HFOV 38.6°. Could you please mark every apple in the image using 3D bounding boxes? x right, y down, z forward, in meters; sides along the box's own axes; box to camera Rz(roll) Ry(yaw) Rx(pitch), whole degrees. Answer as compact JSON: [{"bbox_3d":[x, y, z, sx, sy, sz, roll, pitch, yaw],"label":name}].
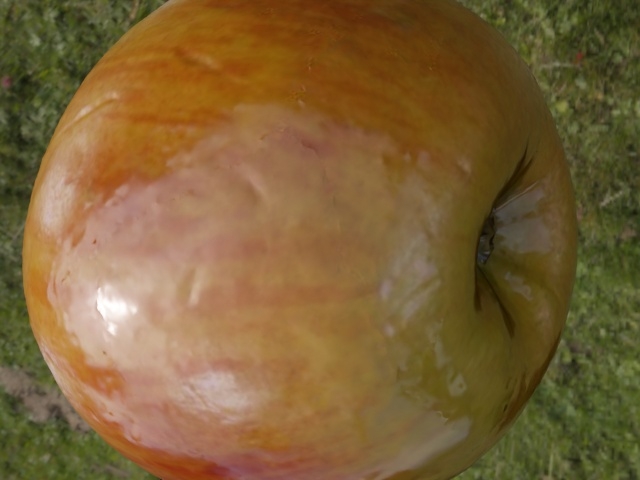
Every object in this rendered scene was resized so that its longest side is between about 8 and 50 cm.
[{"bbox_3d":[0.000,0.000,0.468,0.233,0.286,0.286,5,136,39],"label":"apple"}]

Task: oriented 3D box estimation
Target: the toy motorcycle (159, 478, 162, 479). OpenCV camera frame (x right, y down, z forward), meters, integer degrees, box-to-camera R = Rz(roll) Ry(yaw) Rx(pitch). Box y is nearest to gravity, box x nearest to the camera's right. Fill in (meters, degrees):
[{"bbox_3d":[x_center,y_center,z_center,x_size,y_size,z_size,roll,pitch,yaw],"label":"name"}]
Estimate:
[{"bbox_3d":[-0.146,0.439,1.403,0.091,0.157,0.263,-41,69,40],"label":"toy motorcycle"}]
